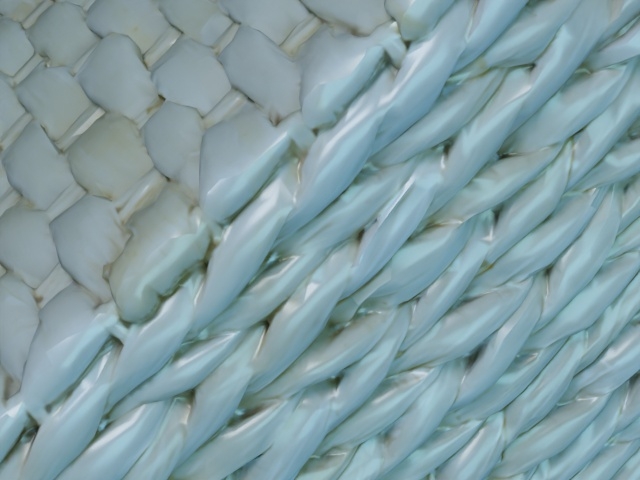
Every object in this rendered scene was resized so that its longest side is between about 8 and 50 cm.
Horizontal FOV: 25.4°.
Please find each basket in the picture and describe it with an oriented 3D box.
[{"bbox_3d":[0.000,0.000,0.534,0.328,0.331,0.266,-45,122,1],"label":"basket"}]
